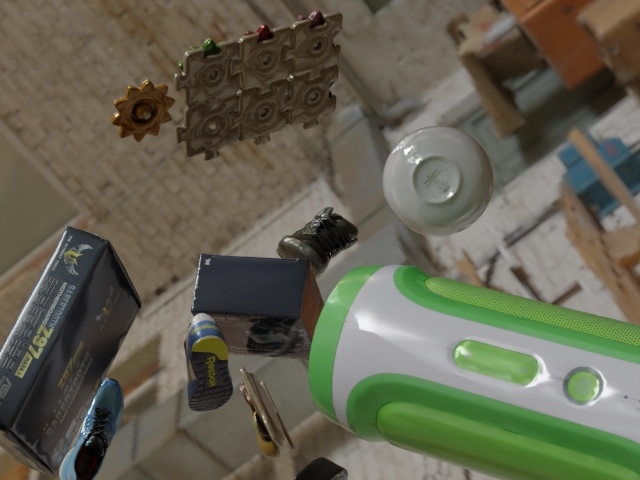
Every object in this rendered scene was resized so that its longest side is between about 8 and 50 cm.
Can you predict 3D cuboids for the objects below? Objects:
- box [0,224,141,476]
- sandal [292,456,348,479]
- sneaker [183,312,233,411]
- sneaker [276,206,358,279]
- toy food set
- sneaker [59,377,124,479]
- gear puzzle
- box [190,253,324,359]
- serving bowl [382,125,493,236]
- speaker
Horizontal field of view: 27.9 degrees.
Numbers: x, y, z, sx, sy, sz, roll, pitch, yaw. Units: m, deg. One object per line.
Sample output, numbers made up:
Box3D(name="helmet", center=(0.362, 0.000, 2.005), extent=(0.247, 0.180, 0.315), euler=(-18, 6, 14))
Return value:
Box3D(name="box", center=(-0.285, 0.125, 1.415), extent=(0.059, 0.233, 0.183), euler=(19, 158, 13))
Box3D(name="sandal", center=(-0.019, 0.476, 1.719), extent=(0.107, 0.446, 0.167), euler=(29, -133, 21))
Box3D(name="sneaker", center=(-0.132, 0.144, 1.503), extent=(0.144, 0.053, 0.059), euler=(98, 157, -44))
Box3D(name="sneaker", center=(0.000, 0.000, 2.107), extent=(0.087, 0.130, 0.227), euler=(50, 175, -2))
Box3D(name="toy food set", center=(-0.089, 0.249, 1.840), extent=(0.132, 0.038, 0.192), euler=(63, 180, 16))
Box3D(name="sneaker", center=(-0.304, 0.268, 1.769), extent=(0.063, 0.162, 0.073), euler=(20, 166, -20))
Box3D(name="gear puzzle", center=(-0.123, -0.197, 1.690), extent=(0.044, 0.338, 0.176), euler=(45, 144, 40))
Box3D(name="box", center=(-0.085, 0.094, 1.796), extent=(0.158, 0.155, 0.093), euler=(72, -157, -62))
Box3D(name="serving bowl", center=(0.086, -0.044, 0.954), extent=(0.083, 0.083, 0.027), euler=(54, -174, 4))
Box3D(name="speaker", center=(0.145, 0.100, 0.823), extent=(0.296, 0.131, 0.131), euler=(14, 171, 28))
